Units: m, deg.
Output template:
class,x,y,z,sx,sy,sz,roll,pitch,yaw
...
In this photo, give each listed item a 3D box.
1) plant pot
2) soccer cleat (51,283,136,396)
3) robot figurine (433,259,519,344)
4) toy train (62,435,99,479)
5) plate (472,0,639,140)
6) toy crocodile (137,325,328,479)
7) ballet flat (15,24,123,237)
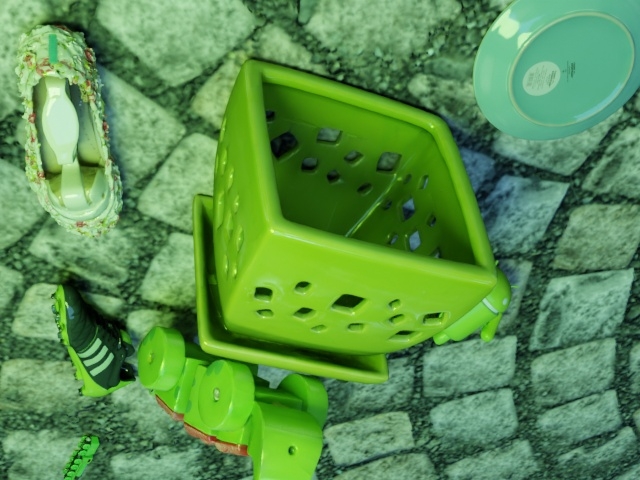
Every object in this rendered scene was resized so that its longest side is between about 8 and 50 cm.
class,x,y,z,sx,sy,sz,roll,pitch,yaw
plant pot,0.000,0.000,0.937,0.227,0.228,0.207,14,132,-24
soccer cleat,-0.244,0.104,1.080,0.072,0.060,0.179,-16,139,-12
robot figurine,0.166,0.069,1.133,0.115,0.067,0.101,-36,116,17
toy train,-0.296,0.271,1.235,0.023,0.017,0.083,9,128,-34
plate,0.242,-0.170,0.974,0.188,0.024,0.188,-7,132,-8
toy crocodile,-0.099,0.161,1.001,0.115,0.340,0.105,16,90,-35
ballet flat,-0.231,-0.079,0.906,0.091,0.077,0.241,-10,132,-6
